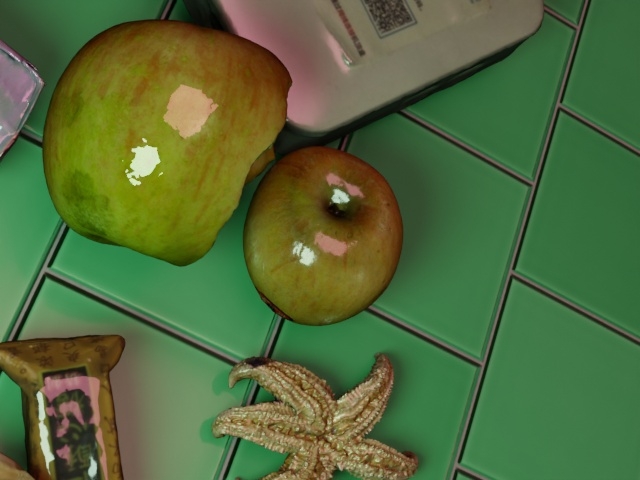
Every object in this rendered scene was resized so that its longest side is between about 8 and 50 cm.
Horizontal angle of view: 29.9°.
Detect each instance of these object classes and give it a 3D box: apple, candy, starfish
[{"bbox_3d":[-0.147,-0.089,1.174,0.246,0.246,0.226,18,75,-19],"label":"apple"},{"bbox_3d":[-0.223,0.221,1.119,0.143,0.101,0.271,-7,83,-18],"label":"candy"},{"bbox_3d":[0.008,0.194,1.255,0.238,0.071,0.216,33,68,-19],"label":"starfish"},{"bbox_3d":[0.000,0.000,1.265,0.182,0.155,0.183,6,62,-12],"label":"apple"}]

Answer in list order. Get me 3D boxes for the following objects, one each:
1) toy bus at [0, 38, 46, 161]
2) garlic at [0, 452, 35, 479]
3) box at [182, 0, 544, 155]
[{"bbox_3d":[-0.404,-0.198,1.120,0.317,0.112,0.138,42,83,-23],"label":"toy bus"},{"bbox_3d":[-0.342,0.226,1.028,0.206,0.128,0.115,-30,123,-16],"label":"garlic"},{"bbox_3d":[0.024,-0.337,1.374,0.396,0.111,0.396,-27,88,-25],"label":"box"}]
